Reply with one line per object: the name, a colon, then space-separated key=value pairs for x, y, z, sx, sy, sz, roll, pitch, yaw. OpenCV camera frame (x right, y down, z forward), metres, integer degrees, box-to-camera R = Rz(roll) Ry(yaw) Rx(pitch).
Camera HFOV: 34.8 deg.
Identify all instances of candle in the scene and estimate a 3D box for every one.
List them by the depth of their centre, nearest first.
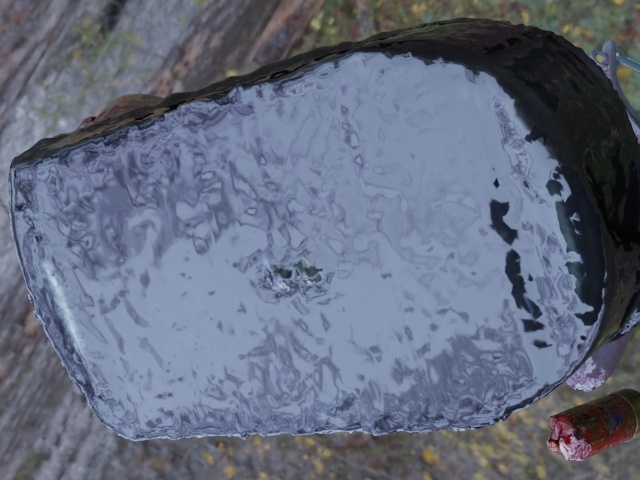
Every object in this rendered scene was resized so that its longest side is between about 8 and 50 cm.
candle: x=0.263 y=0.180 z=0.984 sx=0.130 sy=0.052 sz=0.052 roll=-9 pitch=-163 yaw=-36

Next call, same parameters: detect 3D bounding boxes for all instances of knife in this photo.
knife: x=0.237 y=-0.019 z=0.799 sx=0.123 sy=0.278 sz=0.053 roll=20 pitch=166 yaw=-12

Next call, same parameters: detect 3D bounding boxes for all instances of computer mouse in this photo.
computer mouse: x=0.002 y=-0.002 z=0.463 sx=0.295 sy=0.168 sz=0.087 roll=-10 pitch=-162 yaw=20

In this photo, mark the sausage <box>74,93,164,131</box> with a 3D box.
sausage: x=-0.090 y=-0.042 z=0.591 sx=0.141 sy=0.076 sz=0.076 roll=24 pitch=172 yaw=45
